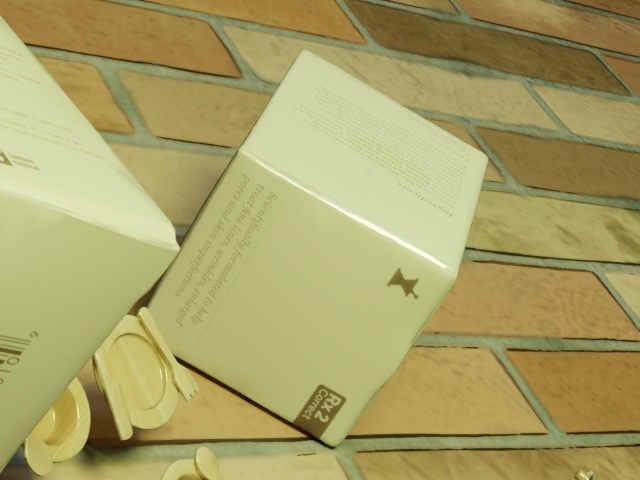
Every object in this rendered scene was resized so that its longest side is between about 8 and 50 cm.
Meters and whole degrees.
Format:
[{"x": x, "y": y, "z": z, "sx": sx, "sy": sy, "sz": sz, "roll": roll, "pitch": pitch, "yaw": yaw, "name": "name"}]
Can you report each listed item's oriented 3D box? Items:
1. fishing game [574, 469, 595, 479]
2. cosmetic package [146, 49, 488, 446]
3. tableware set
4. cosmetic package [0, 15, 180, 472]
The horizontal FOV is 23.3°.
[{"x": 0.186, "y": 0.234, "z": 0.942, "sx": 0.189, "sy": 0.041, "sz": 0.264, "roll": 38, "pitch": 29, "yaw": 5, "name": "fishing game"}, {"x": 0.000, "y": 0.000, "z": 1.002, "sx": 0.151, "sy": 0.151, "sz": 0.184, "roll": 30, "pitch": 28, "yaw": -3, "name": "cosmetic package"}, {"x": -0.106, "y": 0.113, "z": 0.804, "sx": 0.168, "sy": 0.020, "sz": 0.141, "roll": -18, "pitch": 87, "yaw": -57, "name": "tableware set"}, {"x": -0.265, "y": -0.056, "z": 0.726, "sx": 0.156, "sy": 0.217, "sz": 0.385, "roll": 18, "pitch": 27, "yaw": -52, "name": "cosmetic package"}]
